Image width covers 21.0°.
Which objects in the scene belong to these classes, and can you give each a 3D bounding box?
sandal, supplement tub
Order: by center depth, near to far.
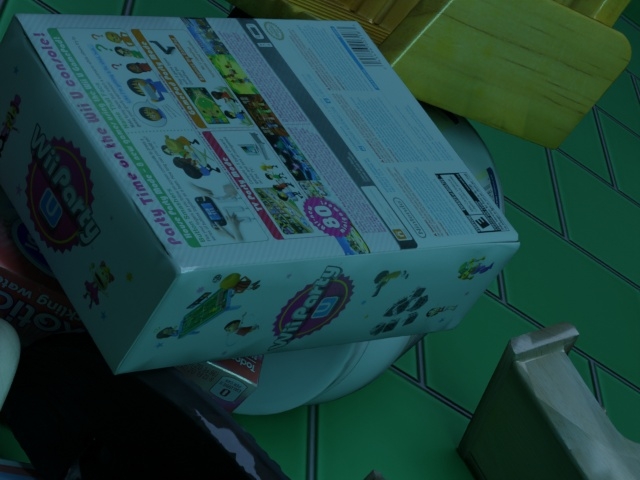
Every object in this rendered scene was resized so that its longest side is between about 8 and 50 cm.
[{"bbox_3d":[-0.053,0.232,1.041,0.446,0.167,0.107,47,44,11],"label":"sandal"},{"bbox_3d":[0.000,0.000,1.433,0.235,0.235,0.325,45,26,7],"label":"supplement tub"}]

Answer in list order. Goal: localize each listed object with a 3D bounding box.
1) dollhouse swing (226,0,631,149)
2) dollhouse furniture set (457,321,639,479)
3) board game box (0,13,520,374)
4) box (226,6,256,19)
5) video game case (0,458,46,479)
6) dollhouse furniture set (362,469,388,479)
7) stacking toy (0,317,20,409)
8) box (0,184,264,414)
[{"bbox_3d":[0.105,-0.294,1.506,0.315,0.305,0.347,16,15,-42],"label":"dollhouse swing"},{"bbox_3d":[0.365,0.186,1.536,0.394,0.362,0.256,-15,57,-25],"label":"dollhouse furniture set"},{"bbox_3d":[-0.046,-0.040,1.136,0.303,0.097,0.224,-4,49,-44],"label":"board game box"},{"bbox_3d":[0.000,-0.122,1.728,0.270,0.143,0.165,39,25,-4],"label":"box"},{"bbox_3d":[-0.122,0.264,1.096,0.204,0.025,0.285,17,35,-41],"label":"video game case"},{"bbox_3d":[0.033,0.249,1.242,0.182,0.101,0.161,32,27,-20],"label":"dollhouse furniture set"},{"bbox_3d":[-0.351,0.043,1.018,0.330,0.141,0.141,29,28,-15],"label":"stacking toy"},{"bbox_3d":[-0.193,0.022,1.175,0.300,0.154,0.142,28,45,-17],"label":"box"}]
